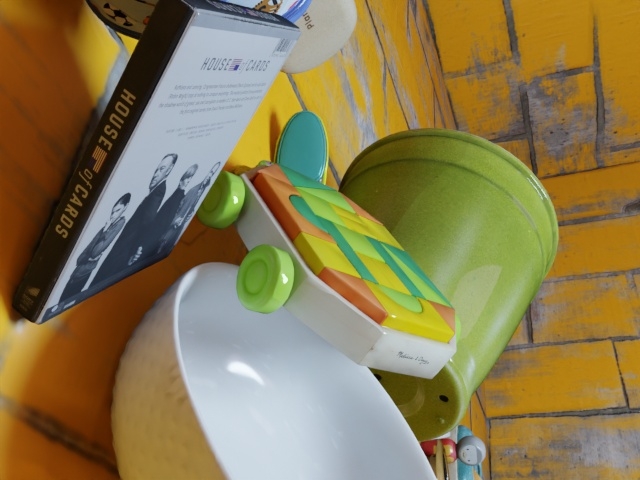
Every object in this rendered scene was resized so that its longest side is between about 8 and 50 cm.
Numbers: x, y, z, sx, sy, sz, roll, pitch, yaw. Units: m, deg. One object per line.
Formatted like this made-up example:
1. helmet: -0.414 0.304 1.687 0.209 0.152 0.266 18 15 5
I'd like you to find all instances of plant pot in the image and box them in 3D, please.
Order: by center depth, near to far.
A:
1. plant pot: 0.134 0.080 0.949 0.353 0.366 0.366 -57 137 -46

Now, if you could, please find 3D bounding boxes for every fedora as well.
1. fedora: 0.234 0.518 1.397 0.194 0.079 0.194 -9 90 -77

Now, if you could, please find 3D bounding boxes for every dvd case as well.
1. dvd case: -0.112 -0.061 0.476 0.029 0.239 0.179 36 21 6

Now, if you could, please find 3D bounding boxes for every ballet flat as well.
1. ballet flat: -0.027 -0.066 0.924 0.077 0.077 0.231 94 -4 -77

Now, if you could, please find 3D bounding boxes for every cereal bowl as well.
1. cereal bowl: -0.043 0.188 0.551 0.339 0.141 0.339 46 14 -14

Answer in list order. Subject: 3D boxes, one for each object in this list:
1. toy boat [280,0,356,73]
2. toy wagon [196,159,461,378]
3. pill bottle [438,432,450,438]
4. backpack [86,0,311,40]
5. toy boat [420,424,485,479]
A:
1. toy boat: -0.053 -0.343 0.890 0.151 0.151 0.231 59 5 33
2. toy wagon: 0.000 0.000 0.683 0.267 0.068 0.344 21 25 -43
3. pill bottle: 0.222 0.312 1.389 0.117 0.117 0.208 25 59 -68
4. backpack: -0.107 -0.292 0.529 0.213 0.276 0.263 65 25 -73
5. toy boat: 0.350 0.564 1.605 0.318 0.148 0.267 60 29 -48
